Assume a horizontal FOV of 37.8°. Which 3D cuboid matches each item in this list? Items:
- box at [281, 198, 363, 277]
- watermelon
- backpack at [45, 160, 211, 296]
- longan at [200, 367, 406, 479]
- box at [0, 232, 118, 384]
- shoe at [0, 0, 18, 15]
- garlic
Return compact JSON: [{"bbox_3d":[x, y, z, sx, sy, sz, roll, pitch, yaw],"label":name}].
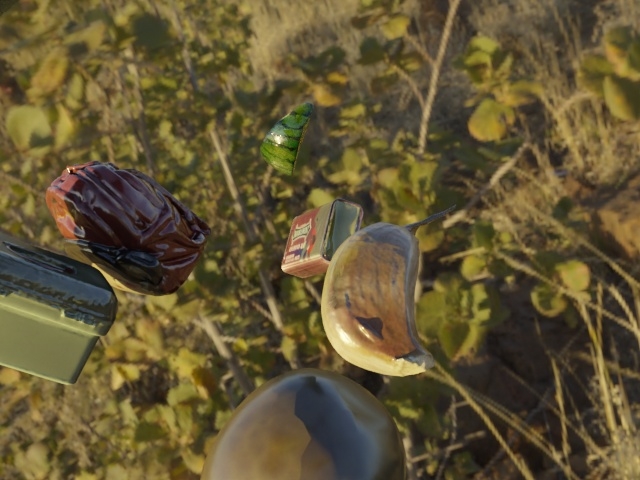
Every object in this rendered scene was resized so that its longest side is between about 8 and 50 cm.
[{"bbox_3d":[0.000,0.000,1.686,0.224,0.069,0.120,156,130,-69],"label":"box"},{"bbox_3d":[-0.072,-0.183,1.762,0.075,0.181,0.092,18,64,-2],"label":"watermelon"},{"bbox_3d":[-0.272,-0.021,1.271,0.229,0.229,0.139,12,59,44],"label":"backpack"},{"bbox_3d":[-0.032,0.415,1.573,0.404,0.336,0.404,-38,40,40],"label":"longan"},{"bbox_3d":[-0.361,0.076,1.119,0.129,0.210,0.148,-64,28,4],"label":"box"},{"bbox_3d":[-0.311,-0.187,0.720,0.195,0.078,0.079,-39,0,-28],"label":"shoe"},{"bbox_3d":[0.069,0.046,0.996,0.129,0.090,0.198,3,57,18],"label":"garlic"}]
